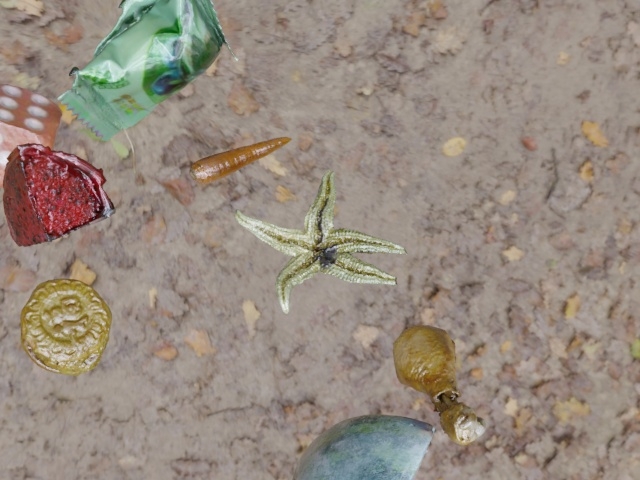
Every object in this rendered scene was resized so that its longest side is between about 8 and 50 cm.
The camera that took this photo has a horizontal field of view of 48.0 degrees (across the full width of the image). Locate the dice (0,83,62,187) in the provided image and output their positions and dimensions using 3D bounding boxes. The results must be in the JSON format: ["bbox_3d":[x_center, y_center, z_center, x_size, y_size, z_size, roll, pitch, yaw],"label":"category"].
[{"bbox_3d":[-0.688,-0.232,1.628,0.173,0.175,0.179,19,121,-22],"label":"dice"}]

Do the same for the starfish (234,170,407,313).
[{"bbox_3d":[-0.001,0.001,0.899,0.223,0.050,0.217,20,65,-7],"label":"starfish"}]

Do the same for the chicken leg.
[{"bbox_3d":[0.182,0.217,1.112,0.107,0.251,0.087,-36,119,5],"label":"chicken leg"}]

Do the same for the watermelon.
[{"bbox_3d":[0.015,0.386,0.989,0.175,0.188,0.322,21,107,14],"label":"watermelon"}]

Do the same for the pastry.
[{"bbox_3d":[-0.284,0.097,0.803,0.097,0.057,0.109,-35,87,-37],"label":"pastry"}]

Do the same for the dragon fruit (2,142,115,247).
[{"bbox_3d":[-0.406,-0.076,1.078,0.120,0.127,0.161,-34,117,-47],"label":"dragon fruit"}]

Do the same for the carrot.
[{"bbox_3d":[-0.138,-0.149,1.279,0.216,0.048,0.048,-26,112,-32],"label":"carrot"}]

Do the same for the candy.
[{"bbox_3d":[-0.391,-0.391,1.622,0.398,0.172,0.263,-43,154,-2],"label":"candy"}]
